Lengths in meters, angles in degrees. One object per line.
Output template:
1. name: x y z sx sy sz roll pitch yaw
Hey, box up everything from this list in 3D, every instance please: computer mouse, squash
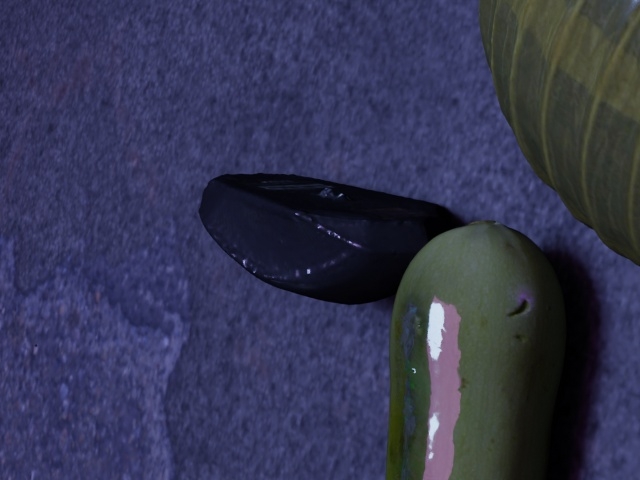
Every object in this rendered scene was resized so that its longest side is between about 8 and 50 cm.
1. computer mouse: 0.000 0.000 0.926 0.172 0.099 0.057 18 108 51
2. squash: 0.063 0.115 0.819 0.083 0.083 0.250 6 88 55

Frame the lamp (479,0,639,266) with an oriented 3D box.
1. lamp: 0.182 -0.074 0.561 0.250 0.250 0.284 -54 46 30
